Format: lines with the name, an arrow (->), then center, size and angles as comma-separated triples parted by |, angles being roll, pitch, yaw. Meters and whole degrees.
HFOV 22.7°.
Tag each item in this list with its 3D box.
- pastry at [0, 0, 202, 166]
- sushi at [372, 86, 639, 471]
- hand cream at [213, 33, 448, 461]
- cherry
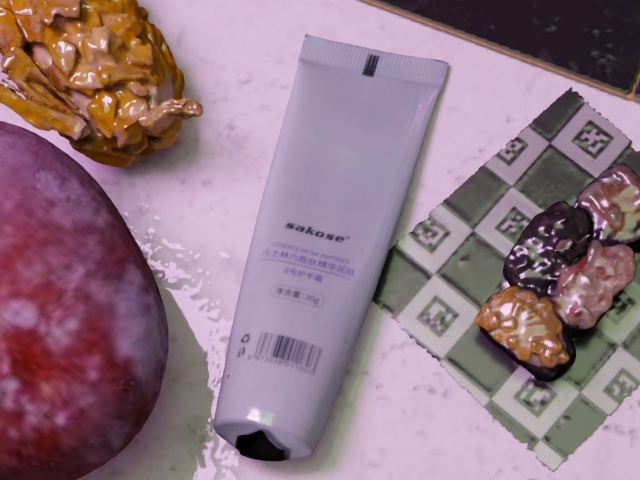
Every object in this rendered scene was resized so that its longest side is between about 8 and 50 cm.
pastry -> -0.186, -0.156, 1.125 | 0.102, 0.154, 0.250 | -39, 71, 12
sushi -> 0.164, 0.014, 1.091 | 0.215, 0.050, 0.192 | -43, 74, -9
hand cream -> 0.000, 0.000, 1.113 | 0.109, 0.067, 0.320 | 12, 69, 10
cherry -> -0.233, 0.040, 1.038 | 0.285, 0.213, 0.236 | 30, 99, -2
